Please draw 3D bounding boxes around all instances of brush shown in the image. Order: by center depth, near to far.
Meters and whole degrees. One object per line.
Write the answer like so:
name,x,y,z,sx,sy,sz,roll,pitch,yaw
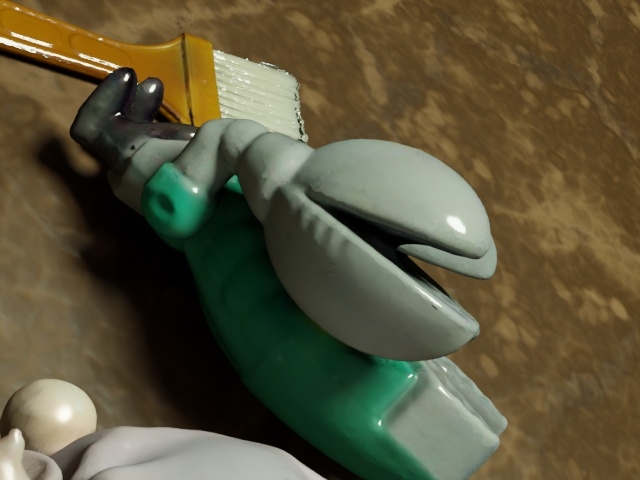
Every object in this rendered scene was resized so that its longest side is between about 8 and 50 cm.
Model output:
brush,-0.141,-0.108,0.623,0.314,0.017,0.090,16,46,-31

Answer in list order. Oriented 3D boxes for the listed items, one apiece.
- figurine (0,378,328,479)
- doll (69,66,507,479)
figurine,-0.092,0.131,0.372,0.276,0.133,0.200,7,57,-36
doll,0.000,0.005,0.537,0.258,0.153,0.195,38,13,-16
